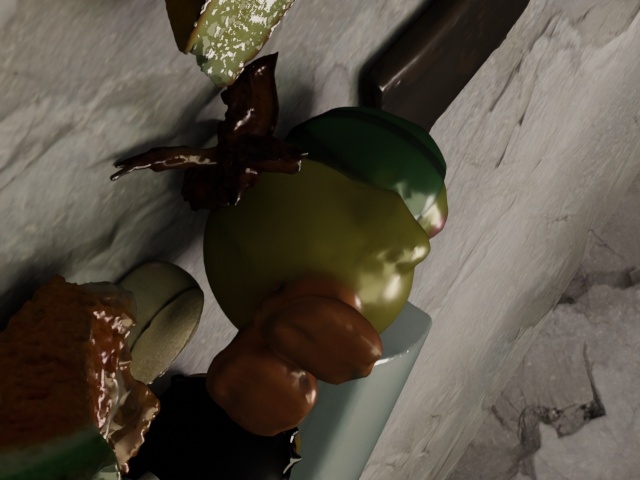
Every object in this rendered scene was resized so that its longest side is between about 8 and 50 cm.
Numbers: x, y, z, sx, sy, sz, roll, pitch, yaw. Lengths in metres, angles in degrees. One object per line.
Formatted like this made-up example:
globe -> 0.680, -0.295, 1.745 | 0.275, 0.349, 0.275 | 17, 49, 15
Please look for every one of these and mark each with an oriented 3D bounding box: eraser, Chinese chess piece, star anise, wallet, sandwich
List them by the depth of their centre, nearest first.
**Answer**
sandwich -> -0.037, -0.237, 0.967 | 0.258, 0.096, 0.094 | -56, 156, 3
sandwich -> -0.203, 0.164, 1.043 | 0.250, 0.162, 0.301 | 29, 65, -32
star anise -> -0.101, -0.080, 1.151 | 0.158, 0.144, 0.140 | -56, -152, 22
Chinese chess piece -> -0.156, 0.076, 1.261 | 0.122, 0.051, 0.122 | -49, 163, -21
wallet -> 0.146, -0.222, 1.538 | 0.309, 0.042, 0.165 | -50, 159, -23
eraser -> 0.040, 0.231, 1.937 | 0.189, 0.104, 0.290 | -24, 143, -52

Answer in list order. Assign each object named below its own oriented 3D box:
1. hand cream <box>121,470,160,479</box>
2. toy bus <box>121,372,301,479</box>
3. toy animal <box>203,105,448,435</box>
hand cream -> -0.214, 0.278, 1.169 | 0.224, 0.048, 0.083 | -46, 161, -18
toy bus -> -0.157, 0.315, 1.463 | 0.386, 0.171, 0.162 | -64, 180, 3
toy animal -> -0.002, -0.003, 1.281 | 0.216, 0.191, 0.338 | -46, -171, 42
